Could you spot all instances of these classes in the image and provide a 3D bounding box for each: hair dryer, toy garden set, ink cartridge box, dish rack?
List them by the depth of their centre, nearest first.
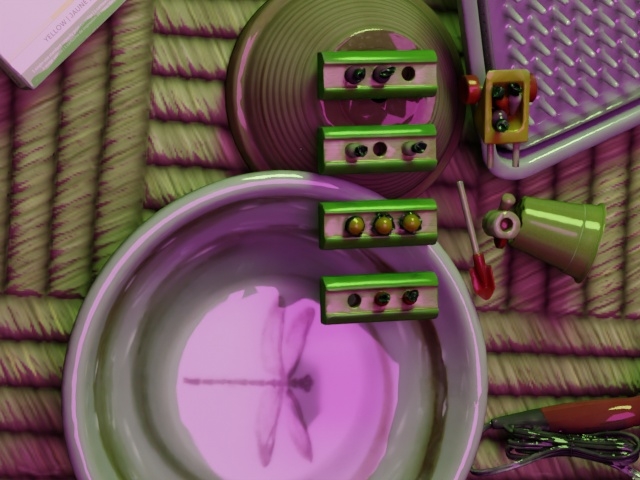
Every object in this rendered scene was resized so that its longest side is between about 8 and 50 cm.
[{"bbox_3d":[-0.283,-0.275,1.585,0.171,0.056,0.235,-46,106,-10],"label":"ink cartridge box"},{"bbox_3d":[0.101,-0.049,1.598,0.203,0.049,0.244,-3,95,-16],"label":"toy garden set"},{"bbox_3d":[0.272,-0.232,1.702,0.332,0.072,0.285,-25,132,-15],"label":"dish rack"},{"bbox_3d":[0.302,0.162,1.730,0.293,0.223,0.080,-39,144,-32],"label":"hair dryer"}]

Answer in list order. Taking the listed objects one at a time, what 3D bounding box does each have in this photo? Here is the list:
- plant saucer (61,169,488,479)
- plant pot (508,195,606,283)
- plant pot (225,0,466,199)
[{"bbox_3d":[-0.046,0.134,1.644,0.400,0.100,0.400,-1,93,-17],"label":"plant saucer"},{"bbox_3d":[0.229,-0.009,1.748,0.079,0.083,0.083,17,87,-4],"label":"plant pot"},{"bbox_3d":[0.038,-0.137,1.661,0.237,0.110,0.237,-1,92,-18],"label":"plant pot"}]
